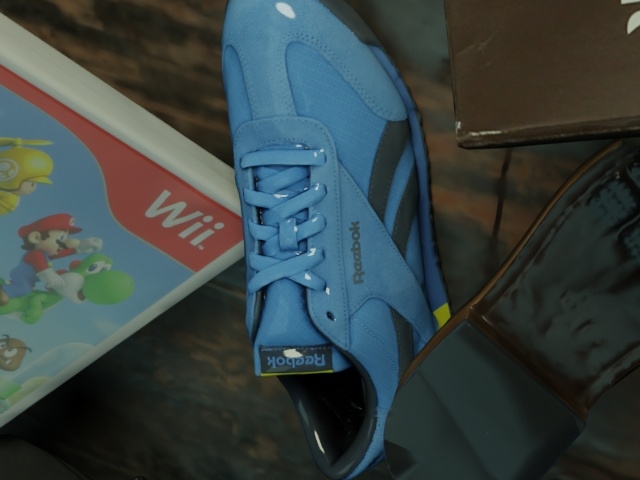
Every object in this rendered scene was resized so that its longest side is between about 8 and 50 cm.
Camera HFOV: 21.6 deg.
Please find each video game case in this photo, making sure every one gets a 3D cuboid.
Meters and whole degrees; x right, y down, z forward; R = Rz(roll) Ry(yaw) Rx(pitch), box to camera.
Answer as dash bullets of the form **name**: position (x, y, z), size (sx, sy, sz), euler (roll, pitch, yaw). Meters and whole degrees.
- **video game case**: position (-0.188, 0.022, 0.685), size (0.285, 0.025, 0.204), euler (-35, 136, 22)

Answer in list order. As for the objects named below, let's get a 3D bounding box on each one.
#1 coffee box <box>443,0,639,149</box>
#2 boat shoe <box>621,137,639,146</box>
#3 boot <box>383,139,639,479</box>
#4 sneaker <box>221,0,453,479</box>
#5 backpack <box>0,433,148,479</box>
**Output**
- **coffee box**: position (0.110, -0.174, 0.347), size (0.168, 0.119, 0.297), euler (-5, 93, 33)
- **boat shoe**: position (0.175, -0.125, 0.435), size (0.307, 0.111, 0.104), euler (-26, 103, 37)
- **boot**: position (0.111, 0.002, 0.604), size (0.219, 0.106, 0.082), euler (-40, 95, 15)
- **sneaker**: position (0.000, 0.000, 0.653), size (0.069, 0.082, 0.209), euler (3, 123, 31)
- **backpack**: position (-0.185, 0.294, 0.894), size (0.290, 0.273, 0.355), euler (44, 146, -15)
